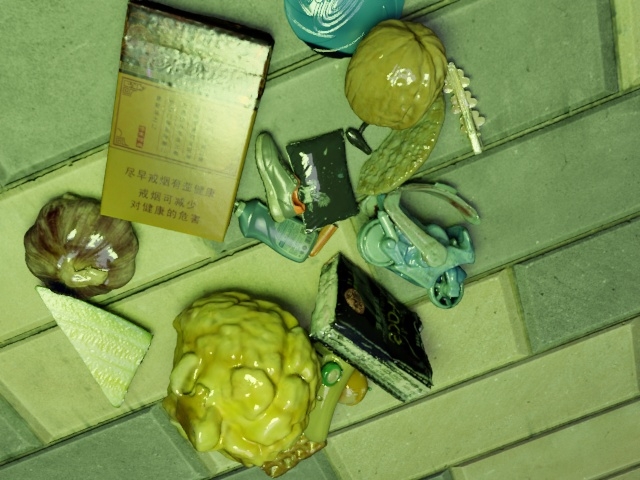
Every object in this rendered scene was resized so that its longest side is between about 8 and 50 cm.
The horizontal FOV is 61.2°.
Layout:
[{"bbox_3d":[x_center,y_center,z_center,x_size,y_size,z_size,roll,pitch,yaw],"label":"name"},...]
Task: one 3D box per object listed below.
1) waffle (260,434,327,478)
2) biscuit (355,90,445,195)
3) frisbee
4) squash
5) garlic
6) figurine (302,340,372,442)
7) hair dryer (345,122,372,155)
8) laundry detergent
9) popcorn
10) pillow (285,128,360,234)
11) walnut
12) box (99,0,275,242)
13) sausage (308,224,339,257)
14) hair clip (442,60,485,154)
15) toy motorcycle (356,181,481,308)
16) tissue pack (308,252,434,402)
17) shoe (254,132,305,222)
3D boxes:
[{"bbox_3d":[-0.147,0.508,1.483,0.213,0.091,0.308,-37,115,11],"label":"waffle"},{"bbox_3d":[0.182,-0.195,1.142,0.038,0.141,0.290,28,108,-35],"label":"biscuit"},{"bbox_3d":[0.048,-0.470,1.034,0.242,0.045,0.242,-3,117,-6],"label":"frisbee"},{"bbox_3d":[-0.562,0.241,1.264,0.288,0.111,0.203,28,83,-26],"label":"squash"},{"bbox_3d":[-0.509,0.029,1.140,0.245,0.160,0.245,0,122,0],"label":"garlic"},{"bbox_3d":[0.035,0.372,1.405,0.222,0.124,0.325,3,106,-43],"label":"figurine"},{"bbox_3d":[0.101,-0.235,1.175,0.079,0.031,0.083,35,99,-34],"label":"hair dryer"},{"bbox_3d":[-0.109,-0.030,1.225,0.206,0.061,0.097,28,103,-20],"label":"laundry detergent"},{"bbox_3d":[-0.168,0.304,1.208,0.354,0.390,0.344,-10,135,7],"label":"popcorn"},{"bbox_3d":[0.007,-0.127,1.193,0.141,0.055,0.208,-20,114,-12],"label":"pillow"},{"bbox_3d":[0.142,-0.313,1.042,0.213,0.213,0.213,-4,118,-7],"label":"walnut"},{"bbox_3d":[-0.262,-0.224,1.057,0.264,0.116,0.415,14,113,-7],"label":"box"},{"bbox_3d":[0.000,0.000,1.275,0.031,0.031,0.107,30,110,-21],"label":"sausage"},{"bbox_3d":[0.312,-0.287,1.167,0.062,0.056,0.214,-19,111,20],"label":"hair clip"},{"bbox_3d":[0.245,-0.003,1.224,0.319,0.182,0.241,32,108,-21],"label":"toy motorcycle"},{"bbox_3d":[0.129,0.203,1.282,0.332,0.245,0.123,40,123,-24],"label":"tissue pack"},{"bbox_3d":[-0.084,-0.135,1.149,0.077,0.074,0.194,-8,103,13],"label":"shoe"}]
